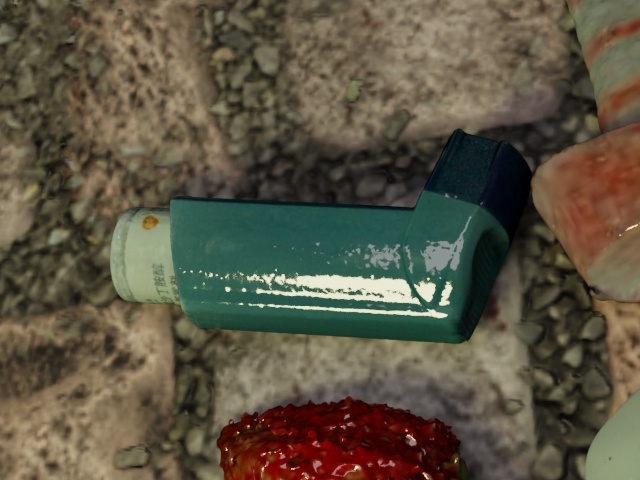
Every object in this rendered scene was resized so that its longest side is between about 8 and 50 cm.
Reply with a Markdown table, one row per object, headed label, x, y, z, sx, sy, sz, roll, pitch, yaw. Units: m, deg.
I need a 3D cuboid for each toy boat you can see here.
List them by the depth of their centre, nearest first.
| label | x | y | z | sx | sy | sz | roll | pitch | yaw |
| --- | --- | --- | --- | --- | --- | --- | --- | --- | --- |
| toy boat | 0.212 | -0.110 | 0.982 | 0.206 | 0.096 | 0.282 | -24 | 48 | 17 |

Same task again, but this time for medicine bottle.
| label | x | y | z | sx | sy | sz | roll | pitch | yaw |
| --- | --- | --- | --- | --- | --- | --- | --- | --- | --- |
| medicine bottle | 0.000 | 0.000 | 1.005 | 0.258 | 0.079 | 0.124 | 0 | 69 | 17 |

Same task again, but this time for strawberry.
| label | x | y | z | sx | sy | sz | roll | pitch | yaw |
| --- | --- | --- | --- | --- | --- | --- | --- | --- | --- |
| strawberry | 0.019 | 0.152 | 0.940 | 0.140 | 0.085 | 0.192 | -32 | 62 | 5 |

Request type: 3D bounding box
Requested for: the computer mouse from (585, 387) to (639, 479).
| label | x | y | z | sx | sy | sz | roll | pitch | yaw |
| --- | --- | --- | --- | --- | --- | --- | --- | --- | --- |
| computer mouse | 0.284 | 0.093 | 0.876 | 0.288 | 0.097 | 0.159 | -33 | 66 | 1 |
